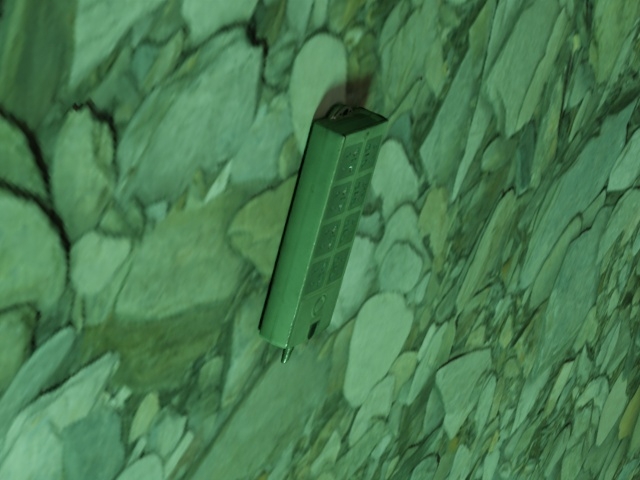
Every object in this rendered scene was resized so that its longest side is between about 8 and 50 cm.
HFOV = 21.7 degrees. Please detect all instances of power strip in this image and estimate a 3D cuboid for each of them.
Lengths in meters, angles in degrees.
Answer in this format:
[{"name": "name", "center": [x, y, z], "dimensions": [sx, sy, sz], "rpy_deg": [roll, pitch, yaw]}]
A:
[{"name": "power strip", "center": [0.000, 0.000, 0.808], "dimensions": [0.051, 0.019, 0.136], "rpy_deg": [-25, 134, -60]}]
